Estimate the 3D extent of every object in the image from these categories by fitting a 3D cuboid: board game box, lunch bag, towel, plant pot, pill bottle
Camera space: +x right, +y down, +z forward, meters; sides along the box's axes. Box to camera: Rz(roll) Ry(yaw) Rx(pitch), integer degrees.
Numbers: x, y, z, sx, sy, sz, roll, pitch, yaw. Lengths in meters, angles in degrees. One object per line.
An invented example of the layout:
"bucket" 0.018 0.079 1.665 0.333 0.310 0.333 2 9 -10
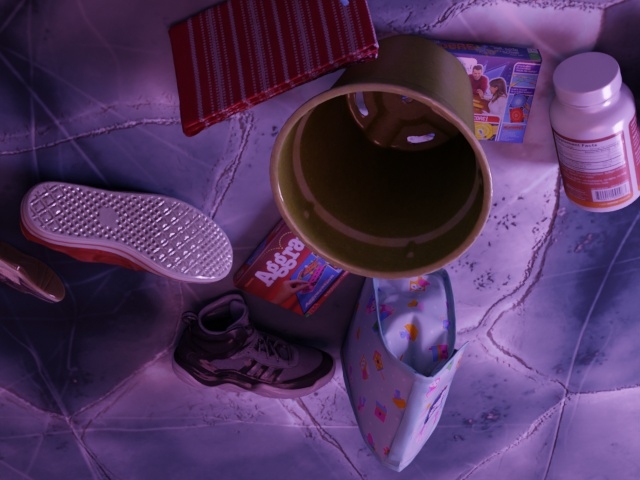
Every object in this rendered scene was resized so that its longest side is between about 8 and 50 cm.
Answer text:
"board game box" 0.196 -0.209 1.820 0.201 0.035 0.136 5 125 -6
"board game box" 0.000 0.000 2.005 0.145 0.027 0.281 25 124 -24
"lunch bag" 0.130 0.198 2.039 0.160 0.262 0.223 6 130 -12
"towel" -0.066 -0.253 1.660 0.274 0.199 0.031 -22 142 13
"plant pot" 0.095 -0.134 1.690 0.276 0.254 0.276 6 124 9
"pill bottle" 0.391 -0.155 1.852 0.121 0.121 0.216 -15 131 7

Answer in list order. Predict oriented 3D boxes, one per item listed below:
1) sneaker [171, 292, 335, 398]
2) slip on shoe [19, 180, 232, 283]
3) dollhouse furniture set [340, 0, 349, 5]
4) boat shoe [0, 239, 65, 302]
"sneaker" -0.101 0.168 2.090 0.268 0.101 0.153 4 133 -7
"slip on shoe" -0.285 -0.009 1.922 0.331 0.123 0.101 13 161 -24
"dollhouse furniture set" -0.012 -0.362 1.568 0.129 0.184 0.129 -34 126 14
"boat shoe" -0.458 0.050 1.980 0.152 0.056 0.049 39 123 -22
